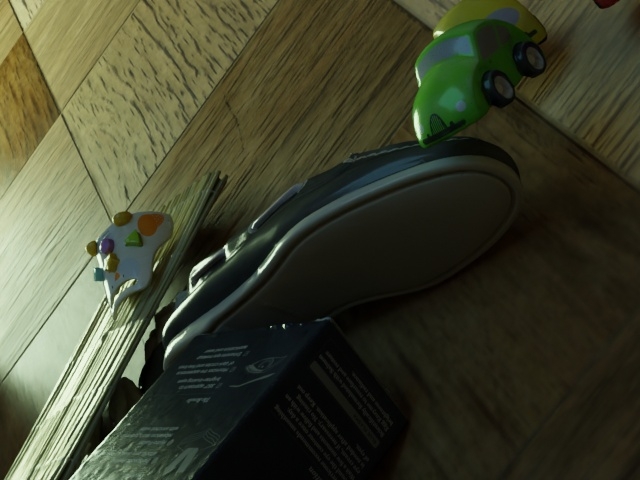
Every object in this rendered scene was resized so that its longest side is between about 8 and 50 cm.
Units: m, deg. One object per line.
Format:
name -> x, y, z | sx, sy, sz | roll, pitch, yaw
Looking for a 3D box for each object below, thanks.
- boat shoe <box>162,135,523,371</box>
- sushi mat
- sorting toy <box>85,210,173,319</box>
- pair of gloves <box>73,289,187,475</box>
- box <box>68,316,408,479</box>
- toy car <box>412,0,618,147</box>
boat shoe -> 0.000, 0.000, 0.988 | 0.335, 0.112, 0.095 | -36, 40, 41
sushi mat -> -0.174, 0.085, 1.204 | 0.151, 0.019, 0.316 | -31, 28, 53
sorting toy -> -0.158, 0.024, 1.196 | 0.083, 0.045, 0.075 | -44, 39, 30
pair of gloves -> -0.163, 0.169, 1.148 | 0.240, 0.042, 0.204 | -40, 34, 31
box -> -0.058, 0.138, 0.916 | 0.156, 0.093, 0.158 | -12, 31, 53
toy car -> 0.117, -0.128, 0.889 | 0.239, 0.053, 0.225 | -28, 10, 44
